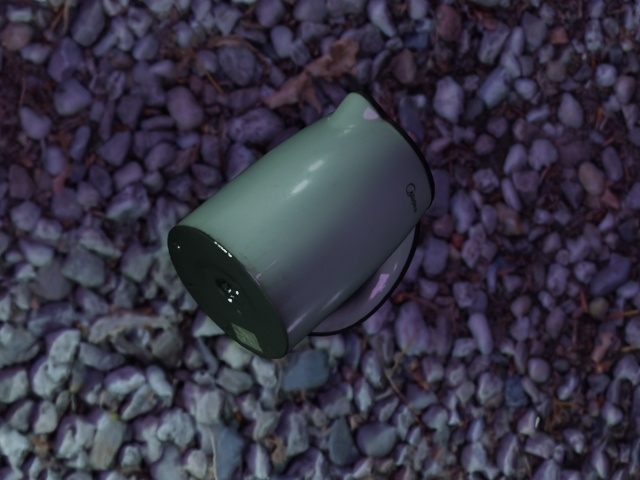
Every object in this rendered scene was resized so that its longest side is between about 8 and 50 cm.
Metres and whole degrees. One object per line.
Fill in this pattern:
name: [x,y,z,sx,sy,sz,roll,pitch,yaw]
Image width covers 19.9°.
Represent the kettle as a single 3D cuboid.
kettle: [0.000,0.000,1.769,0.236,0.161,0.221,-42,129,-24]
